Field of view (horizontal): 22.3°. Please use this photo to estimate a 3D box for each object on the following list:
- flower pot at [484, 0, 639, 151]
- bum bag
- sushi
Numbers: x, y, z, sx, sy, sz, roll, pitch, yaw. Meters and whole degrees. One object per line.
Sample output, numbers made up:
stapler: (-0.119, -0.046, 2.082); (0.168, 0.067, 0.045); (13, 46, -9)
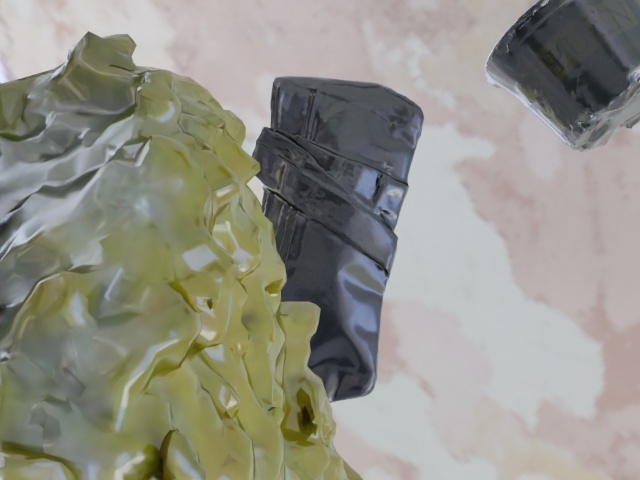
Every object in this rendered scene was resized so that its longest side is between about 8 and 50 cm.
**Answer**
flower pot: (0.229, -0.147, 1.349); (0.107, 0.157, 0.157); (53, -27, 17)
bum bag: (0.000, 0.000, 1.191); (0.123, 0.248, 0.060); (10, -5, 8)
sushi: (-0.199, 0.119, 0.501); (0.397, 0.351, 0.240); (2, -47, 20)
